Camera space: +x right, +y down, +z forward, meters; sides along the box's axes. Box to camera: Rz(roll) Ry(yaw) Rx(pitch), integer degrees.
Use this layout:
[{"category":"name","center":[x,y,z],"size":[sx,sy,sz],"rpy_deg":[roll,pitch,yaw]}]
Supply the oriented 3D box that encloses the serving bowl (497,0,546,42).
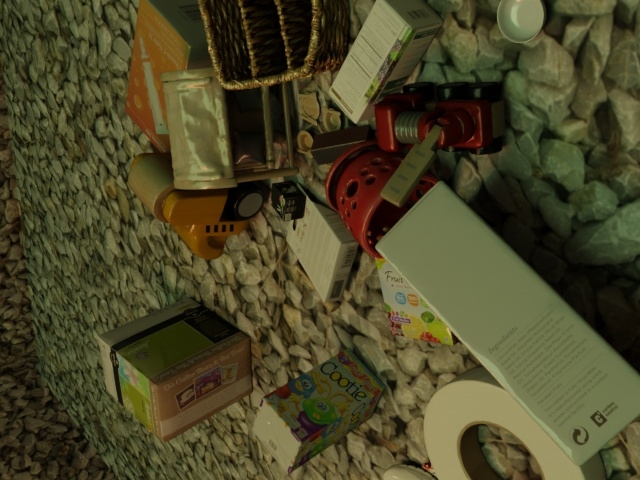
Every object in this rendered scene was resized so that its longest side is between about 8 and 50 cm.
[{"category":"serving bowl","center":[0.321,-0.356,1.125],"size":[0.083,0.027,0.083],"rpy_deg":[25,127,39]}]

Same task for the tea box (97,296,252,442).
[{"category":"tea box","center":[-0.431,0.374,2.143],"size":[0.323,0.329,0.220],"rpy_deg":[26,127,40]}]

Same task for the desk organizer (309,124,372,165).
[{"category":"desk organizer","center":[0.048,-0.200,1.493],"size":[0.130,0.050,0.047],"rpy_deg":[-7,139,26]}]

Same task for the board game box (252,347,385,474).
[{"category":"board game box","center":[-0.002,0.399,1.696],"size":[0.144,0.275,0.142],"rpy_deg":[43,136,27]}]

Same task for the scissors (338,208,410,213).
[{"category":"scissors","center":[0.120,-0.092,1.503],"size":[0.297,0.021,0.109],"rpy_deg":[9,114,49]}]

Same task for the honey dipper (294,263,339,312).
[{"category":"honey dipper","center":[-0.014,0.112,1.762],"size":[0.161,0.030,0.030],"rpy_deg":[47,138,27]}]

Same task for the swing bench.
[{"category":"swing bench","center":[-0.201,-0.256,1.587],"size":[0.165,0.254,0.253],"rpy_deg":[9,109,47]}]

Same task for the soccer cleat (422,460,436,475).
[{"category":"soccer cleat","center":[0.270,0.534,1.648],"size":[0.083,0.029,0.036],"rpy_deg":[0,104,45]}]

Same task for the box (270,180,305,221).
[{"category":"box","center":[-0.079,-0.094,1.694],"size":[0.083,0.052,0.062],"rpy_deg":[51,142,46]}]

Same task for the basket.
[{"category":"basket","center":[-0.091,-0.461,1.398],"size":[0.213,0.223,0.299],"rpy_deg":[8,114,47]}]

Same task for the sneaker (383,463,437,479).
[{"category":"sneaker","center":[0.248,0.641,1.648],"size":[0.297,0.129,0.111],"rpy_deg":[40,137,31]}]

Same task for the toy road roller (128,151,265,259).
[{"category":"toy road roller","center":[-0.320,-0.076,1.782],"size":[0.202,0.329,0.240],"rpy_deg":[44,121,34]}]

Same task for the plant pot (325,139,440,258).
[{"category":"plant pot","center":[0.118,-0.088,1.374],"size":[0.174,0.191,0.191],"rpy_deg":[51,142,42]}]

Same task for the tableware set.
[{"category":"tableware set","center":[-0.004,-0.240,1.573],"size":[0.141,0.020,0.169],"rpy_deg":[29,129,38]}]

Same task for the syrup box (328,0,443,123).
[{"category":"syrup box","center":[0.115,-0.336,1.323],"size":[0.096,0.093,0.237],"rpy_deg":[51,140,17]}]

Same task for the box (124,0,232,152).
[{"category":"box","center":[-0.340,-0.408,1.761],"size":[0.215,0.168,0.345],"rpy_deg":[47,138,23]}]

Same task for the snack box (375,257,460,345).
[{"category":"snack box","center":[0.206,0.099,1.462],"size":[0.174,0.070,0.207],"rpy_deg":[2,108,49]}]

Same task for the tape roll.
[{"category":"tape roll","center":[0.379,0.445,1.438],"size":[0.392,0.072,0.392],"rpy_deg":[26,127,39]}]

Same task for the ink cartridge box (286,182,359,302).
[{"category":"ink cartridge box","center":[0.000,0.000,1.687],"size":[0.232,0.066,0.189],"rpy_deg":[-119,32,-42]}]

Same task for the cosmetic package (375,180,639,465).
[{"category":"cosmetic package","center":[0.319,0.127,1.179],"size":[0.161,0.230,0.453],"rpy_deg":[-46,70,10]}]

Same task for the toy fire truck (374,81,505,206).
[{"category":"toy fire truck","center":[0.167,-0.172,1.223],"size":[0.217,0.246,0.158],"rpy_deg":[14,118,45]}]
